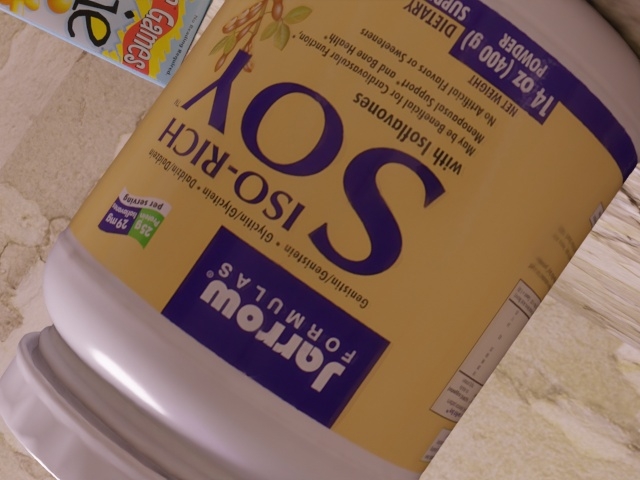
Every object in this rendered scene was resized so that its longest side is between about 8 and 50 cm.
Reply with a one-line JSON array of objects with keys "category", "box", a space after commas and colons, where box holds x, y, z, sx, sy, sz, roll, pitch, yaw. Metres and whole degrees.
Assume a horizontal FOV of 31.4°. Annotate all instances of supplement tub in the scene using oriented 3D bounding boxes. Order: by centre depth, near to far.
[{"category": "supplement tub", "box": [0.000, 0.000, 0.632, 0.241, 0.331, 0.241, 35, 179, 1]}]

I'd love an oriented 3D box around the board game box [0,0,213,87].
[{"category": "board game box", "box": [-0.212, -0.235, 0.782, 0.275, 0.142, 0.144, 23, -173, -38]}]
